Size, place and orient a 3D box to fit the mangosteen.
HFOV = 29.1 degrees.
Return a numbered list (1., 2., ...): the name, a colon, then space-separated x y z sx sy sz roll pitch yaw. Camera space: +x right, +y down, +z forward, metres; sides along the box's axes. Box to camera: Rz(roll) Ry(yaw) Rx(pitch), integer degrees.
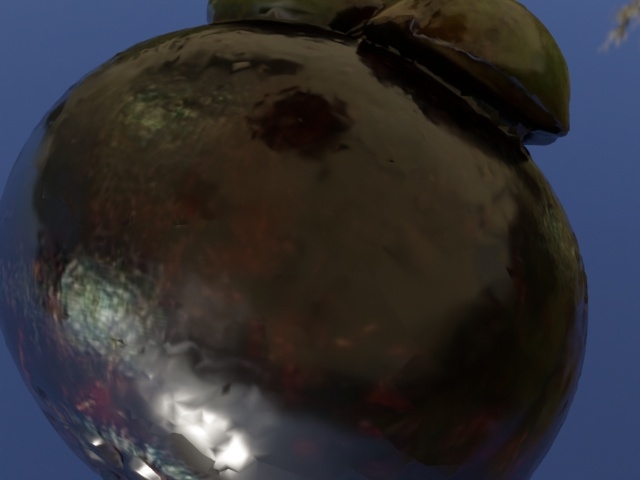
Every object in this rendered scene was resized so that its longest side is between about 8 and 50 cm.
1. mangosteen: -0.004 0.015 0.611 0.301 0.300 0.300 -2 -141 1
